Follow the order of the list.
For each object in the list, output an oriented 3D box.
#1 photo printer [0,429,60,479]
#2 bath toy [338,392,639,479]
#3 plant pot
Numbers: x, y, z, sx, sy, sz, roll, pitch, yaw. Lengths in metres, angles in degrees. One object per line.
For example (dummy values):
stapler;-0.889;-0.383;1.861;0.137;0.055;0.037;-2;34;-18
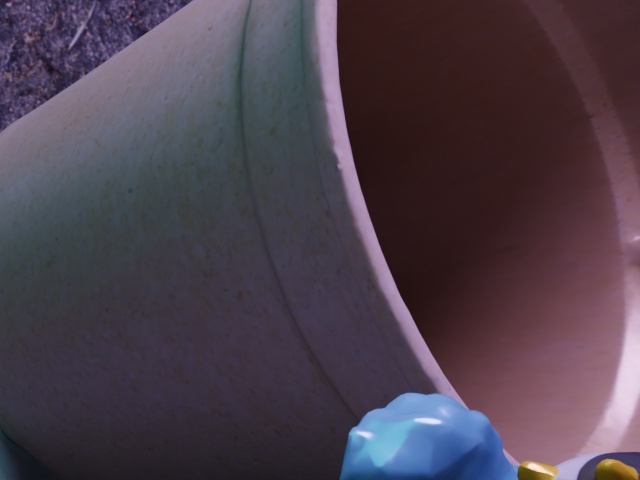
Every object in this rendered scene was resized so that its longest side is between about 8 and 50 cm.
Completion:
photo printer;-0.265;0.142;1.029;0.256;0.107;0.307;-19;6;3
bath toy;0.163;0.091;0.502;0.348;0.129;0.151;-7;12;44
plant pot;0.000;0.000;0.898;0.305;0.333;0.334;-19;2;39
